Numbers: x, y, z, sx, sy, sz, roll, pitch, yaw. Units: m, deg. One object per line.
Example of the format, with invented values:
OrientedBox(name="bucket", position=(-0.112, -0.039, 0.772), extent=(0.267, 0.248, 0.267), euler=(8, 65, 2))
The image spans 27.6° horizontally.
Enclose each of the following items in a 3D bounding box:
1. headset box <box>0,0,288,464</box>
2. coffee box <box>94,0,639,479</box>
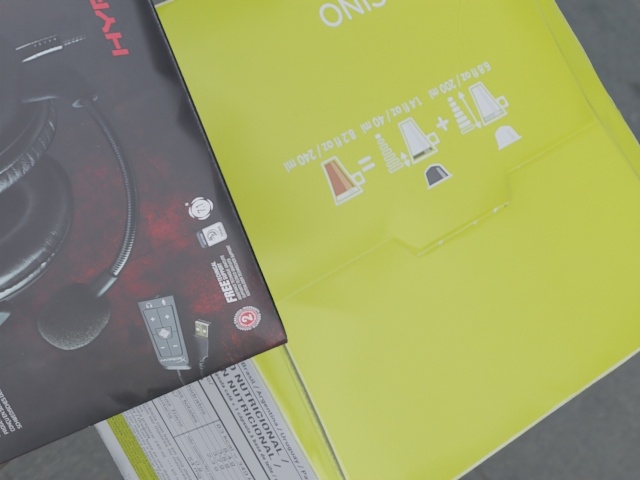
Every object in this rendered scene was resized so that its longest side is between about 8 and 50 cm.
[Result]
OrientedBox(name="headset box", position=(-0.190, -0.009, 0.531), extent=(0.110, 0.293, 0.218), euler=(-120, -171, -60))
OrientedBox(name="coffee box", position=(0.000, 0.000, 0.939), extent=(0.337, 0.334, 0.338), euler=(-29, 88, -29))
